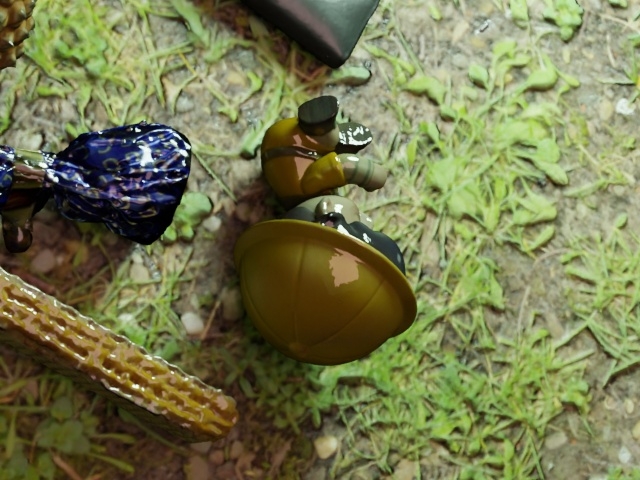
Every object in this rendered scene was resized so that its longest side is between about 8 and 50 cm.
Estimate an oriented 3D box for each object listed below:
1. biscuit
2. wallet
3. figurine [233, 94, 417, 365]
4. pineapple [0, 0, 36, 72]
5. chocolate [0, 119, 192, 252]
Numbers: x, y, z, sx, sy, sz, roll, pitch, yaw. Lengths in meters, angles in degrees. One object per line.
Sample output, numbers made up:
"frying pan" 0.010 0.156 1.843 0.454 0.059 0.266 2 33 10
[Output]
"biscuit" -0.250 0.089 1.667 0.379 0.094 0.054 31 76 -17
"wallet" -0.044 -0.303 1.858 0.250 0.044 0.149 37 64 -15
"figurine" -0.005 0.001 1.762 0.167 0.192 0.256 -11 61 -1
"pineapple" -0.328 -0.234 1.591 0.166 0.193 0.166 8 55 -12
"chocolate" -0.293 -0.063 1.655 0.343 0.126 0.148 6 92 -23
